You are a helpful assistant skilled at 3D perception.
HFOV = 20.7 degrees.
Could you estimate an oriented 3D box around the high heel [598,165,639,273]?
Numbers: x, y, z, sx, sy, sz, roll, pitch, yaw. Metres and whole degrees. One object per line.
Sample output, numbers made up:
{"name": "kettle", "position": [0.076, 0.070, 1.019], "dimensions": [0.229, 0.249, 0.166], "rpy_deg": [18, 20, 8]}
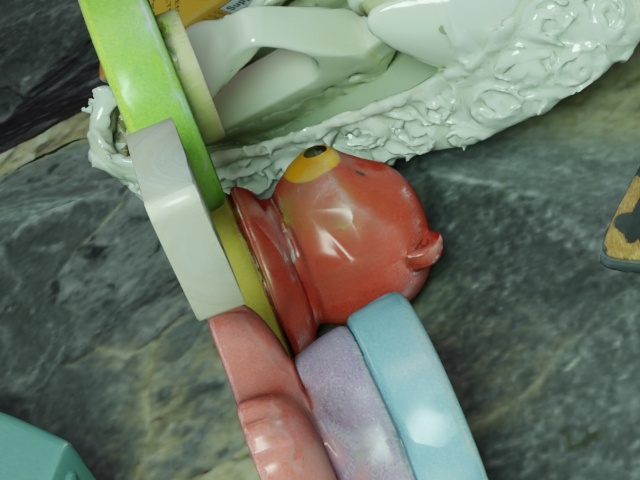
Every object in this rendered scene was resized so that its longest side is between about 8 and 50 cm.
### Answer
{"name": "high heel", "position": [0.186, -0.097, 0.941], "dimensions": [0.186, 0.093, 0.261], "rpy_deg": [-27, 46, -2]}

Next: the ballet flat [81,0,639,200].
{"name": "ballet flat", "position": [0.023, -0.110, 0.982], "dimensions": [0.409, 0.147, 0.147], "rpy_deg": [-26, 35, 34]}

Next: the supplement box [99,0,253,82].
{"name": "supplement box", "position": [-0.052, -0.168, 1.135], "dimensions": [0.233, 0.080, 0.078], "rpy_deg": [-25, 60, 45]}

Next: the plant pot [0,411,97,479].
{"name": "plant pot", "position": [-0.223, 0.174, 0.901], "dimensions": [0.234, 0.166, 0.165], "rpy_deg": [-2, 46, 23]}

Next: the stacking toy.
{"name": "stacking toy", "position": [0.000, 0.000, 0.839], "dimensions": [0.130, 0.279, 0.309], "rpy_deg": [-22, 36, -3]}
